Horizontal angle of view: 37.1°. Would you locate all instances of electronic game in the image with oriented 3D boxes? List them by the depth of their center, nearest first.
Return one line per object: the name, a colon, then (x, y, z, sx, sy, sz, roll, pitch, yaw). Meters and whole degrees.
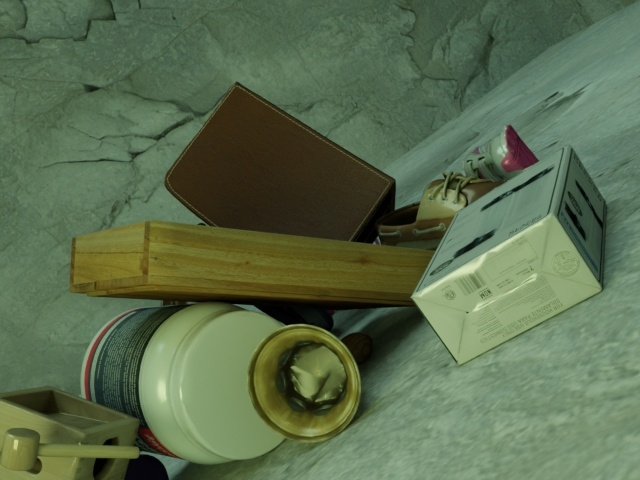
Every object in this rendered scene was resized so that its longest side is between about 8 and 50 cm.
electronic game: (-0.079, 0.073, 1.466, 0.048, 0.229, 0.229, -57, 12, -15)

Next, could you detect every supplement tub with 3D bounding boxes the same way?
supplement tub: (-0.162, 0.173, 1.177, 0.191, 0.191, 0.272, -39, 17, -32)

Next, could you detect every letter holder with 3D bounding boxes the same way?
letter holder: (-0.064, -0.064, 1.497, 0.214, 0.302, 0.152, -55, -12, -11)

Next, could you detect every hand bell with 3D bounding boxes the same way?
hand bell: (0.017, 0.139, 1.106, 0.126, 0.126, 0.242, -33, -5, 17)

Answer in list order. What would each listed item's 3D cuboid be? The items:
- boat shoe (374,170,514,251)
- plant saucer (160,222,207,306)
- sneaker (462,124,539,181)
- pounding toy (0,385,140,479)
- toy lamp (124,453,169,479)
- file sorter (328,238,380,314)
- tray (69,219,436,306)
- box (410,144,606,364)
boat shoe: (0.187, -0.034, 1.331, 0.324, 0.116, 0.123, -29, 9, 47)
plant saucer: (-0.204, 0.128, 1.462, 0.050, 0.310, 0.310, 0, -5, -18)
sneaker: (0.293, -0.118, 1.558, 0.111, 0.103, 0.252, -38, -1, 11)
pounding toy: (-0.276, 0.231, 0.997, 0.206, 0.181, 0.094, 12, -86, -74)
toy lamp: (-0.297, 0.342, 1.284, 0.080, 0.080, 0.275, -40, 10, -39)
file sorter: (0.000, 0.000, 1.735, 0.182, 0.202, 0.291, -33, 5, -11)
tray: (-0.070, 0.040, 1.163, 0.411, 0.076, 0.203, 5, -8, -37)
box: (0.213, 0.004, 1.027, 0.169, 0.087, 0.290, -33, 7, 23)
